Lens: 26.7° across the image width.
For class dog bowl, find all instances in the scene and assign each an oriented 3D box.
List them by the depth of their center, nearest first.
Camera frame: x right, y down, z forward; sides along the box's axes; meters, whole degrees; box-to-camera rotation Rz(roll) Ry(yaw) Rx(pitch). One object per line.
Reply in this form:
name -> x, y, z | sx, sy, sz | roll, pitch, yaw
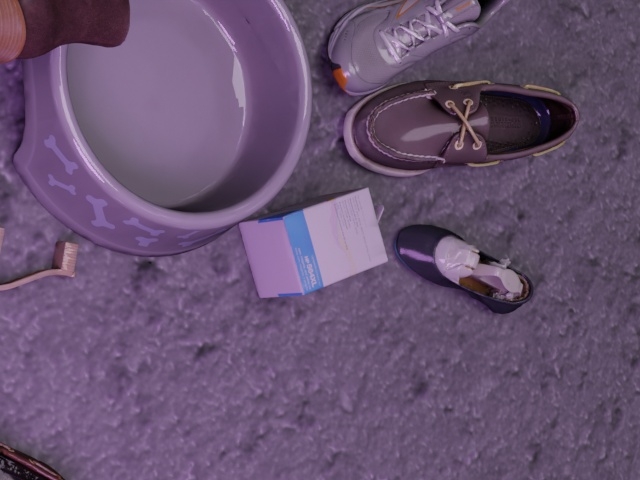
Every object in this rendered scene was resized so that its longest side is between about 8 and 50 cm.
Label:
dog bowl -> -0.158, -0.160, 1.402 | 0.348, 0.102, 0.349 | 4, 83, -36

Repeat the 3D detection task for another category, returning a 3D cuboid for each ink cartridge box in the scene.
ink cartridge box -> 0.000, 0.000, 1.505 | 0.143, 0.092, 0.090 | -19, 97, -35

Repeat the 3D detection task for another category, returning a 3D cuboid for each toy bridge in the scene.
toy bridge -> -0.323, 0.017, 1.312 | 0.188, 0.026, 0.063 | 14, 80, -34

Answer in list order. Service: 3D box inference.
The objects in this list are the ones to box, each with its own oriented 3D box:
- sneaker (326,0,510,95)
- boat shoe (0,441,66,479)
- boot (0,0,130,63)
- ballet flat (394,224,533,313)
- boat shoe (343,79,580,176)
sneaker -> 0.120, -0.260, 1.599 | 0.262, 0.121, 0.099 | -38, 106, -32
boat shoe -> -0.321, 0.216, 1.267 | 0.207, 0.073, 0.073 | 24, 73, -30
boot -> -0.261, -0.270, 1.110 | 0.207, 0.090, 0.249 | -17, 97, -53
ballet flat -> 0.184, 0.032, 1.650 | 0.203, 0.074, 0.074 | 28, 70, -30
boat shoe -> 0.176, -0.142, 1.643 | 0.324, 0.096, 0.117 | -5, 89, -36
